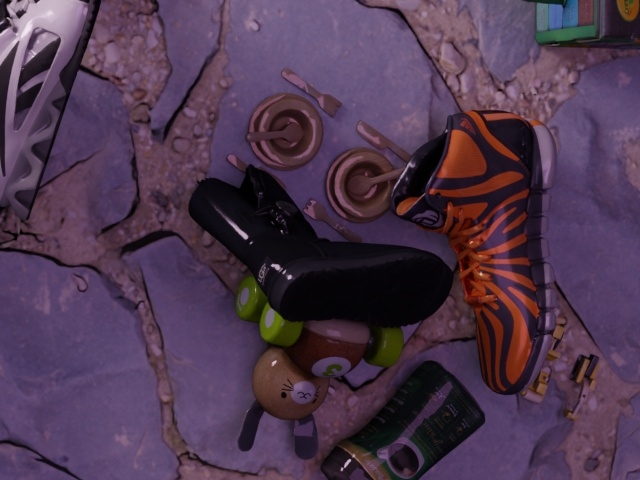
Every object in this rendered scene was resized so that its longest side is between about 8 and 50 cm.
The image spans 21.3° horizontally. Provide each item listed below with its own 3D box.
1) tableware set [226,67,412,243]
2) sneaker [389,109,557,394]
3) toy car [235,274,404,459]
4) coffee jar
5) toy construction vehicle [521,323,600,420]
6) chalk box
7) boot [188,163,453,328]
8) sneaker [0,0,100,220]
[{"bbox_3d":[0.008,-0.092,1.909,0.194,0.039,0.128,34,84,-15],"label":"tableware set"},{"bbox_3d":[0.163,0.011,1.908,0.180,0.124,0.321,5,80,-29],"label":"sneaker"},{"bbox_3d":[-0.023,0.152,1.870,0.155,0.149,0.188,14,100,-27],"label":"toy car"},{"bbox_3d":[0.092,0.229,1.931,0.184,0.079,0.096,-42,106,-11],"label":"coffee jar"},{"bbox_3d":[0.286,0.153,2.008,0.086,0.035,0.098,26,86,-16],"label":"toy construction vehicle"},{"bbox_3d":[0.349,-0.309,1.929,0.288,0.179,0.180,1,94,-16],"label":"chalk box"},{"bbox_3d":[0.000,0.000,1.837,0.246,0.207,0.094,0,124,-37],"label":"boot"},{"bbox_3d":[-0.315,-0.192,1.744,0.146,0.122,0.331,20,102,-9],"label":"sneaker"}]
